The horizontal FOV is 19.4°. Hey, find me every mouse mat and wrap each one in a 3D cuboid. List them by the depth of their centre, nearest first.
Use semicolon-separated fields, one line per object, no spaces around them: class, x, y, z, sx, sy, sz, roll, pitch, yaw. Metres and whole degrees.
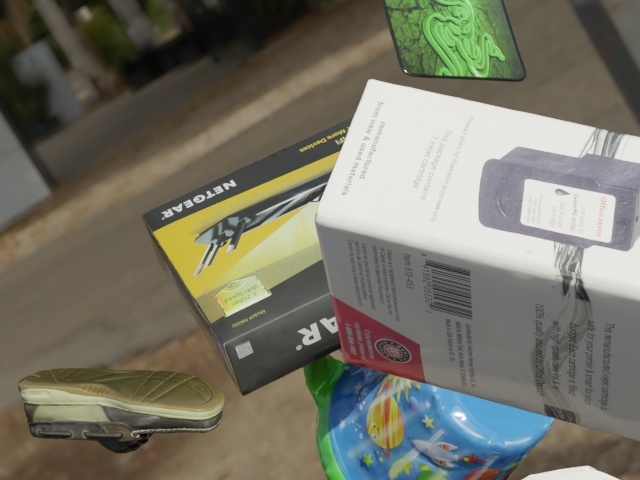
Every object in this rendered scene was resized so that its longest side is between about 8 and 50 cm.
mouse mat;0.139;-0.253;2.056;0.153;0.189;0.007;0;-32;-22

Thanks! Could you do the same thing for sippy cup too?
sippy cup;0.142;0.189;2.065;0.305;0.240;0.224;5;-29;-24

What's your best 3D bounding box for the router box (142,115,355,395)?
router box;0.000;0.000;1.944;0.309;0.081;0.243;-26;41;-11

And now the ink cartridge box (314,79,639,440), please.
ink cartridge box;0.130;0.019;1.037;0.172;0.237;0.100;78;-151;-58

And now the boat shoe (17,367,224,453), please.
boat shoe;-0.190;0.168;1.806;0.224;0.073;0.080;3;19;25

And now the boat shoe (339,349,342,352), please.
boat shoe;0.011;0.046;2.262;0.114;0.302;0.091;-31;16;12

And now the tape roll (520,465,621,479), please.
tape roll;0.267;0.380;1.923;0.286;0.286;0.100;-28;-26;18
